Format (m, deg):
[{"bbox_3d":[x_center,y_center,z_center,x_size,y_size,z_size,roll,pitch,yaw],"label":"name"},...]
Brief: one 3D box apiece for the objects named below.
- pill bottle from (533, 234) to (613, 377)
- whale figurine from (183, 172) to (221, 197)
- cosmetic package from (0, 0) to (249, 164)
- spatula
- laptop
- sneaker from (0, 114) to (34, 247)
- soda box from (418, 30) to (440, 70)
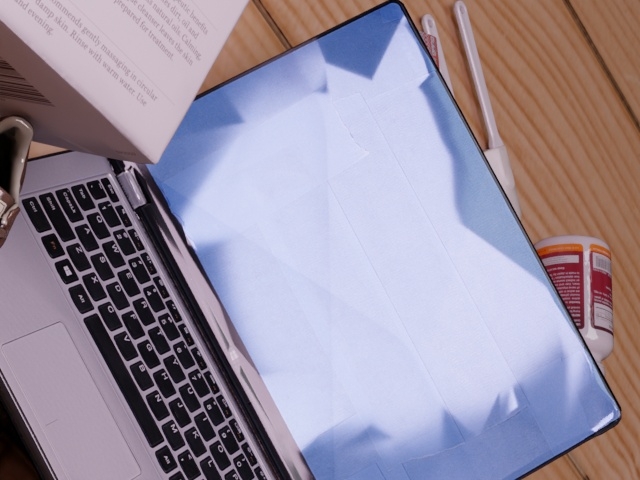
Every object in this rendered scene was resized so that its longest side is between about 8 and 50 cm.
[{"bbox_3d":[0.261,0.077,1.729,0.086,0.086,0.152,25,60,-46],"label":"pill bottle"},{"bbox_3d":[0.000,0.000,1.365,0.272,0.141,0.216,48,45,-29],"label":"whale figurine"},{"bbox_3d":[-0.113,-0.254,1.025,0.197,0.155,0.366,46,65,-44],"label":"cosmetic package"},{"bbox_3d":[0.136,-0.123,1.691,0.168,0.019,0.242,-17,92,-48],"label":"spatula"},{"bbox_3d":[-0.017,0.057,1.171,0.382,0.236,0.408,62,24,2],"label":"laptop"},{"bbox_3d":[-0.218,-0.005,0.978,0.066,0.071,0.188,33,41,-24],"label":"sneaker"},{"bbox_3d":[0.079,-0.106,1.572,0.063,0.058,0.183,11,70,-51],"label":"soda box"}]
